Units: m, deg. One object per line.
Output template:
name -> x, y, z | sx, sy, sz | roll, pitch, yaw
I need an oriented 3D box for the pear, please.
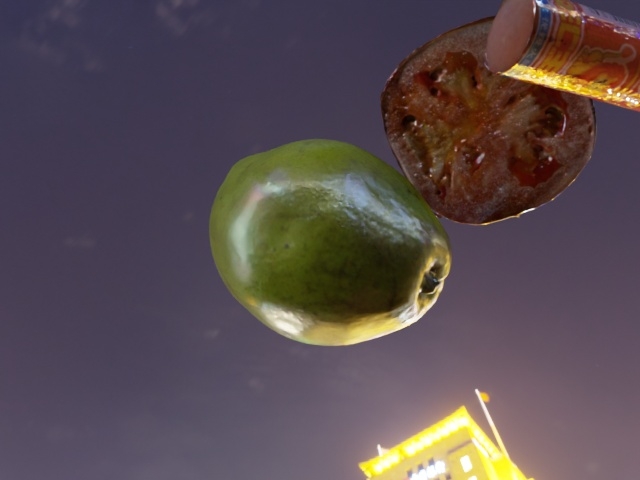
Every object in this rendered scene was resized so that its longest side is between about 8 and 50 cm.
pear -> 0.000, 0.000, 0.520 | 0.269, 0.212, 0.212 | 26, -60, 32

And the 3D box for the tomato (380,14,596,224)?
tomato -> 0.284, -0.202, 0.853 | 0.339, 0.144, 0.338 | 9, -66, 20

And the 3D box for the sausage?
sausage -> 0.289, -0.162, 0.473 | 0.274, 0.074, 0.074 | 8, -65, -17
